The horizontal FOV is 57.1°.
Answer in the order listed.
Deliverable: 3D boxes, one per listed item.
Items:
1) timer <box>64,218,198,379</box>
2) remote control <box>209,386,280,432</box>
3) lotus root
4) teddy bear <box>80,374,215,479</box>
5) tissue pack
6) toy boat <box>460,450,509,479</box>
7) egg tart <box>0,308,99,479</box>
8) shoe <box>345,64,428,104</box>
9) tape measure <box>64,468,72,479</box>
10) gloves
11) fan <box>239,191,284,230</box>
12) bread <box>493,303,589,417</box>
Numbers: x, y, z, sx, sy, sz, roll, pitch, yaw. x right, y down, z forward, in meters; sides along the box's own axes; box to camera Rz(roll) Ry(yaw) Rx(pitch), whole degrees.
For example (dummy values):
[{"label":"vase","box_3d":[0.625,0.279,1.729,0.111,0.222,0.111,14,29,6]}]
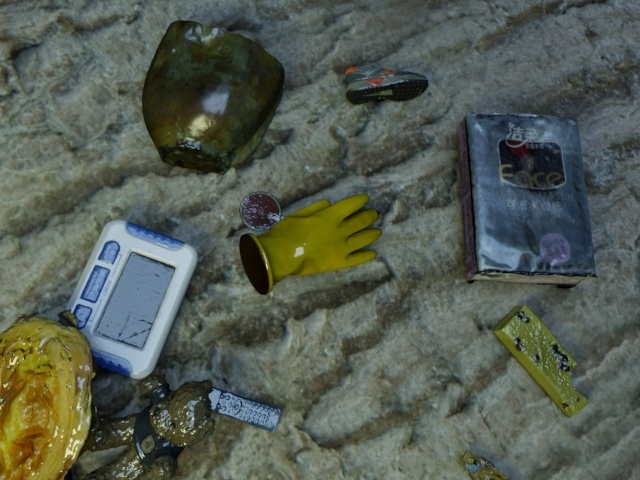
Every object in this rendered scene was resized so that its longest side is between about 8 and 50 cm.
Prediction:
[{"label":"timer","box_3d":[-0.338,0.104,1.042,0.178,0.078,0.254,22,71,-7]},{"label":"remote control","box_3d":[-0.147,0.296,1.046,0.152,0.027,0.044,21,63,-6]},{"label":"lotus root","box_3d":[-0.234,-0.277,1.155,0.266,0.149,0.260,21,68,-1]},{"label":"teddy bear","box_3d":[-0.273,0.312,0.956,0.251,0.129,0.182,-28,64,11]},{"label":"tissue pack","box_3d":[0.423,-0.087,1.241,0.259,0.122,0.362,4,73,-7]},{"label":"toy boat","box_3d":[0.319,0.442,1.081,0.149,0.049,0.047,41,70,4]},{"label":"egg tart","box_3d":[-0.425,0.249,0.901,0.297,0.132,0.297,-8,73,27]},{"label":"shoe","box_3d":[0.144,-0.355,1.298,0.194,0.074,0.077,-10,69,-12]},{"label":"tape measure","box_3d":[-0.428,0.392,0.883,0.107,0.180,0.104,-12,91,-16]},{"label":"gloves","box_3d":[0.000,0.001,1.146,0.294,0.116,0.133,-20,108,-25]},{"label":"fan","box_3d":[-0.097,-0.051,1.181,0.133,0.005,0.085,19,69,-4]},{"label":"bread","box_3d":[0.451,0.239,1.175,0.088,0.049,0.226,-40,84,-20]}]
